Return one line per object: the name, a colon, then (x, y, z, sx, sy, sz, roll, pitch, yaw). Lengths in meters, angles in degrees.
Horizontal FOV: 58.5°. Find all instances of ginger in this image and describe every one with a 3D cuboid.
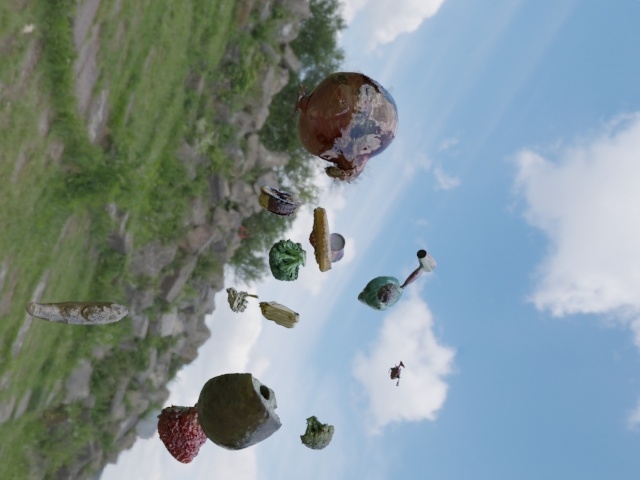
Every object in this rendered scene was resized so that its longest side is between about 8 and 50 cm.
ginger: (-0.764, 0.232, 1.813, 0.166, 0.333, 0.080, -22, -108, 48)

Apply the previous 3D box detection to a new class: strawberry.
strawberry: (-0.468, 0.658, 1.957, 0.184, 0.187, 0.201, 133, -42, -71)

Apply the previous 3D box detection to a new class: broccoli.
broccoli: (-0.132, 0.080, 2.347, 0.195, 0.156, 0.195, -8, 90, -75)
broccoli: (-0.014, 0.691, 2.052, 0.120, 0.131, 0.130, 64, 1, 16)

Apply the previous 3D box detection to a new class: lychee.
lychee: (0.228, 0.182, 1.966, 0.067, 0.083, 0.068, 30, -30, 47)

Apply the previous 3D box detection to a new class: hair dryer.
hair dryer: (0.332, 0.110, 1.980, 0.054, 0.106, 0.154, 36, -93, 36)

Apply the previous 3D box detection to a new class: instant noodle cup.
instant noodle cup: (0.059, 0.027, 2.591, 0.135, 0.127, 0.127, 117, -16, -70)

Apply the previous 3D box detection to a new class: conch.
conch: (0.239, 0.219, 2.296, 0.196, 0.134, 0.202, -42, 171, 19)

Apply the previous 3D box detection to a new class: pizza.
pizza: (0.000, 0.000, 1.658, 0.199, 0.062, 0.188, 44, 42, -85)

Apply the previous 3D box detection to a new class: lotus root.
lotus root: (-0.267, 0.499, 1.685, 0.314, 0.142, 0.210, -28, -131, 30)

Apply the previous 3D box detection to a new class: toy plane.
toy plane: (0.319, 0.545, 2.372, 0.145, 0.037, 0.060, 103, -32, -41)

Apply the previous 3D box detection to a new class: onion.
onion: (0.079, -0.390, 1.834, 0.354, 0.354, 0.353, -165, -90, -74)

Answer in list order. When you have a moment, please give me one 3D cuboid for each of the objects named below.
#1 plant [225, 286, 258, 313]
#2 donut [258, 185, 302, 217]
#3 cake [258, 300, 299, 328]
plant: (-0.294, 0.211, 2.144, 0.116, 0.122, 0.104, -109, -179, -49)
donut: (-0.128, -0.120, 1.758, 0.140, 0.141, 0.059, -110, -140, -64)
cake: (-0.159, 0.299, 2.307, 0.116, 0.185, 0.079, 8, 95, -75)
